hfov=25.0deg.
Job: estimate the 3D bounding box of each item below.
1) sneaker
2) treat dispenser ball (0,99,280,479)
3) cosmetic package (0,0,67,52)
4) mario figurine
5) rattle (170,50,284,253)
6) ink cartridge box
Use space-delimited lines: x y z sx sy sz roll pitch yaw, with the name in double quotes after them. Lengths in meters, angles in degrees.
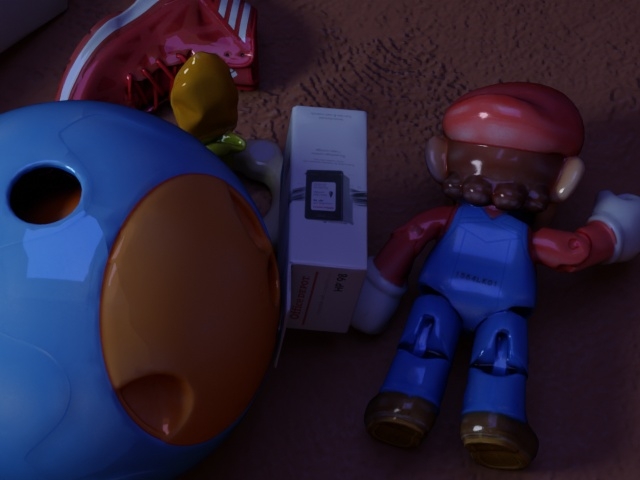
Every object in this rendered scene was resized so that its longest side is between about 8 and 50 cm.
-0.131 -0.151 1.270 0.128 0.087 0.221 25 63 17 "sneaker"
-0.172 0.044 1.032 0.288 0.288 0.288 -1 58 1 "treat dispenser ball"
-0.463 -0.260 1.303 0.377 0.097 0.284 31 52 19 "cosmetic package"
0.140 0.023 1.160 0.198 0.170 0.320 26 68 -23 "mario figurine"
-0.071 -0.028 1.166 0.130 0.143 0.200 12 51 -13 "rattle"
0.000 0.000 1.106 0.060 0.104 0.180 5 59 -6 "ink cartridge box"
